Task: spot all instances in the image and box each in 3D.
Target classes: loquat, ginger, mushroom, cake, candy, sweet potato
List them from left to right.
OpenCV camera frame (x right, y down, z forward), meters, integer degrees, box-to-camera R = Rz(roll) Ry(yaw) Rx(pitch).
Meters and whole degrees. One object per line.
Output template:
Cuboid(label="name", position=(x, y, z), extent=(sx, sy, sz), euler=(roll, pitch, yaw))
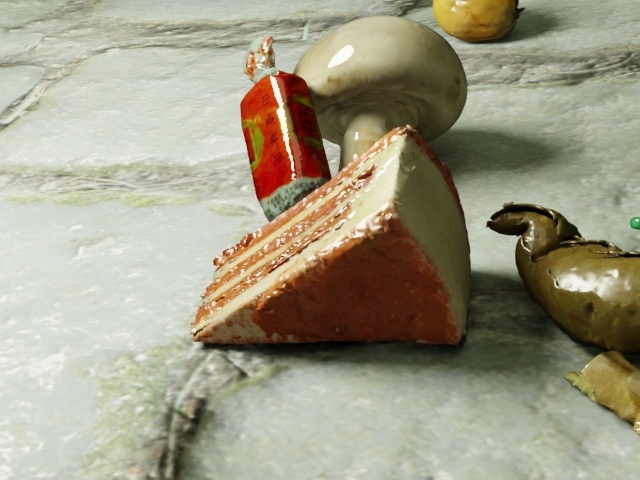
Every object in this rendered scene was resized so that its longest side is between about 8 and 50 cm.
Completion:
Cuboid(label="candy", position=(-0.038, -0.100, 1.126), extent=(0.059, 0.292, 0.086), euler=(11, -33, -44))
Cuboid(label="cake", position=(0.000, 0.000, 0.947), extent=(0.262, 0.159, 0.158), euler=(-2, 33, 11))
Cuboid(label="mushroom", position=(0.076, -0.156, 1.197), extent=(0.206, 0.206, 0.209), euler=(-18, 58, -19))
Cuboid(label="loquat", position=(0.236, -0.357, 1.574), extent=(0.137, 0.113, 0.137), euler=(15, 25, -7))
Cuboid(label="sweet potato", position=(0.266, 0.046, 0.879), extent=(0.310, 0.098, 0.124), euler=(19, 31, 32))
Cuboid(label="ginger", position=(0.245, 0.119, 0.807), extent=(0.057, 0.044, 0.137), euler=(0, 21, -43))

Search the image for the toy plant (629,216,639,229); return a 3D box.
Cuboid(label="toy plant", position=(0.377, -0.002, 0.928), extent=(0.143, 0.105, 0.200), euler=(0, 12, -43))
